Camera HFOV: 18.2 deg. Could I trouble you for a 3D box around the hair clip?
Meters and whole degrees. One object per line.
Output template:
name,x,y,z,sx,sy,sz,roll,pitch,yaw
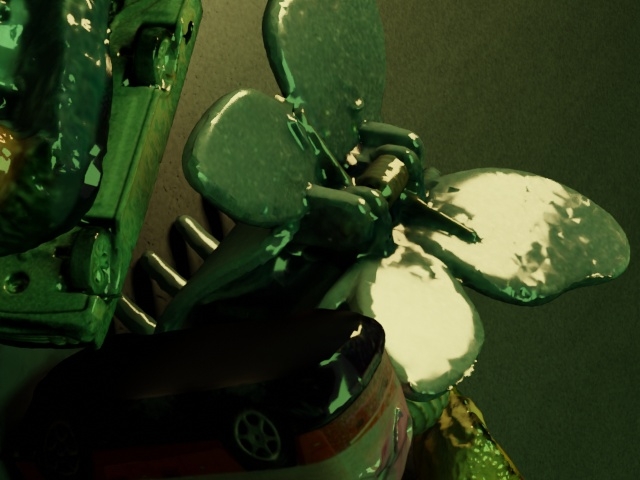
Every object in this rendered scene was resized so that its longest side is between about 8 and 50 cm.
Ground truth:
hair clip,0.000,0.000,1.598,0.392,0.238,0.318,45,43,-7

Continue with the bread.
bread,0.152,0.264,1.842,0.133,0.174,0.251,-40,111,-2

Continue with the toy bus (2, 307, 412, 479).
toy bus,-0.075,0.141,1.442,0.127,0.302,0.147,-55,128,-48

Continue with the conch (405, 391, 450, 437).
conch,0.048,0.113,1.786,0.135,0.102,0.153,35,18,-24

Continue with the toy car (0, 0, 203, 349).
toy car,-0.181,-0.061,1.493,0.097,0.141,0.321,71,27,-57

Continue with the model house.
model house,-0.300,-0.139,1.324,0.291,0.184,0.253,23,61,-34
